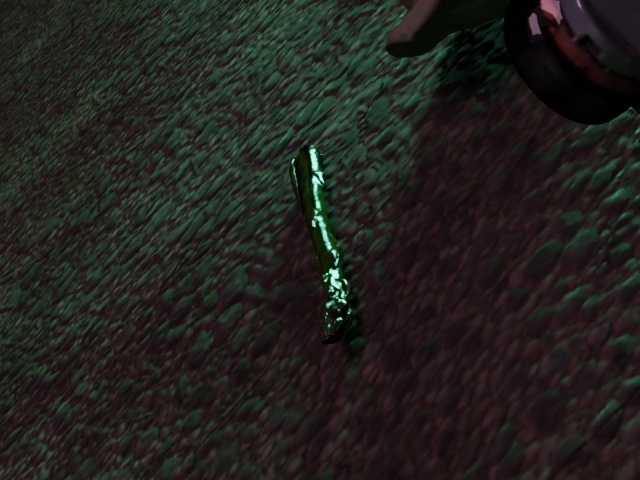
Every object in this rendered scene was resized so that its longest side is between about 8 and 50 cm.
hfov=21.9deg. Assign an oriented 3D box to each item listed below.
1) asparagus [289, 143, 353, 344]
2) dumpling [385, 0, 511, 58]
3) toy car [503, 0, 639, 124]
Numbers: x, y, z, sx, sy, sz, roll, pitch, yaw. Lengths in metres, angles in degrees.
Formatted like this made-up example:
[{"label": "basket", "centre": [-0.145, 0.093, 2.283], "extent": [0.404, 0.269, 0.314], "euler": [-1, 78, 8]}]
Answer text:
[{"label": "asparagus", "centre": [0.000, 0.000, 0.928], "extent": [0.023, 0.022, 0.233], "euler": [-6, 26, -2]}, {"label": "dumpling", "centre": [0.092, -0.172, 0.900], "extent": [0.176, 0.092, 0.150], "euler": [-35, 26, 40]}, {"label": "toy car", "centre": [0.138, -0.194, 0.662], "extent": [0.180, 0.270, 0.212], "euler": [-39, 7, 42]}]
